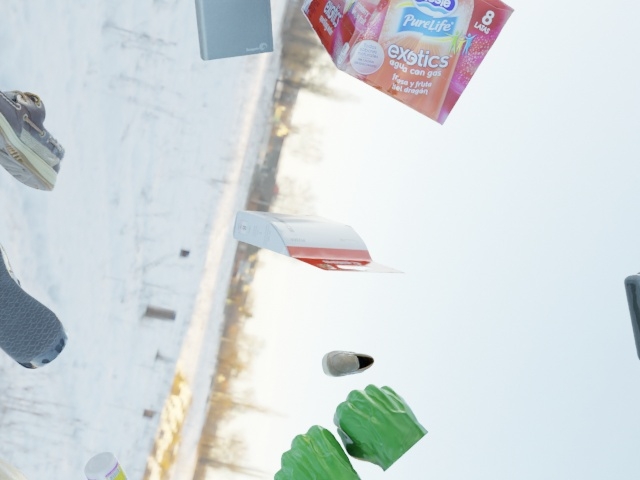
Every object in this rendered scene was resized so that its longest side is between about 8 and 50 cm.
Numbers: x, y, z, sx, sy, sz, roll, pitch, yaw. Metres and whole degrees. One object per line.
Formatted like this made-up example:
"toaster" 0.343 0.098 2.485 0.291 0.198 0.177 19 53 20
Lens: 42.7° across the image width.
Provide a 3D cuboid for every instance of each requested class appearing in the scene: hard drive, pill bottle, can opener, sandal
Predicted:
"hard drive" -0.109 -0.297 1.017 0.022 0.094 0.135 -130 -147 -56
"pill bottle" -0.269 0.316 1.055 0.043 0.043 0.083 -87 161 -61
"can opener" 0.625 0.192 1.495 0.093 0.074 0.280 -16 -93 51
"sandal" -0.410 0.072 1.025 0.097 0.254 0.054 -39 153 -16

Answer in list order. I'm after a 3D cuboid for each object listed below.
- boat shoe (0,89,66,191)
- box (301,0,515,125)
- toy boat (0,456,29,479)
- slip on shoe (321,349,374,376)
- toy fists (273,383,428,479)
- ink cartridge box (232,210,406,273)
"boat shoe" -0.569 -0.226 1.503 0.123 0.123 0.342 -67 155 -23
"box" 0.076 -0.236 0.836 0.128 0.123 0.257 -59 -158 20
"toy boat" -0.618 0.484 1.310 0.318 0.268 0.148 -48 156 -37
"slip on shoe" 0.053 0.231 1.540 0.041 0.135 0.051 -18 -110 33
"toy fists" 0.046 0.358 1.406 0.279 0.142 0.096 -34 164 -25
"ink cartridge box" 0.000 0.000 1.335 0.232 0.189 0.066 12 -83 47
